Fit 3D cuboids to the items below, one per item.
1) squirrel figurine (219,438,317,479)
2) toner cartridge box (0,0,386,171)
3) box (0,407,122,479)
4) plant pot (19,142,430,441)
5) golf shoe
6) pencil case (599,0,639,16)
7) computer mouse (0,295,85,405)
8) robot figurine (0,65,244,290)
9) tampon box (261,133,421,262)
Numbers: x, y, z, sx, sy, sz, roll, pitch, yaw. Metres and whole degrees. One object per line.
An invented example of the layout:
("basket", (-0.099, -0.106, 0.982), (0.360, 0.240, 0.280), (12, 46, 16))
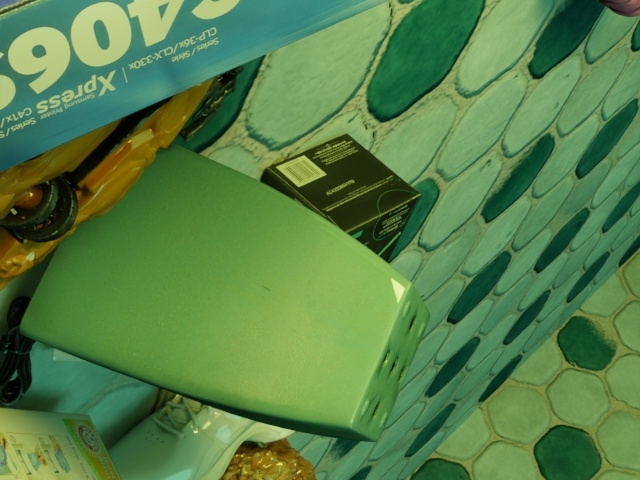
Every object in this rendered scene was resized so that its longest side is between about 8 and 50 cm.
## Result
("squirrel figurine", (-0.172, 0.396, 1.206), (0.370, 0.281, 0.397), (9, 107, -53))
("toner cartridge box", (-0.032, -0.168, 0.446), (0.348, 0.165, 0.075), (-26, 147, -14))
("box", (-0.255, 0.207, 0.815), (0.114, 0.103, 0.203), (-36, 160, 8))
("plant pot", (-0.051, 0.050, 0.740), (0.165, 0.234, 0.166), (-66, 162, -10))
("golf shoe", (-0.117, 0.173, 1.092), (0.306, 0.115, 0.140), (-25, 127, -43))
("pencil case", (0.335, -0.314, 1.136), (0.209, 0.095, 0.098), (-3, 115, -65))
("computer mouse", (-0.185, 0.074, 0.842), (0.193, 0.042, 0.106), (-18, 142, -53))
("robot figurine", (-0.121, -0.099, 0.586), (0.291, 0.085, 0.211), (-46, 172, -7))
("tampon box", (0.000, 0.000, 0.993), (0.120, 0.101, 0.161), (-27, 151, -42))
